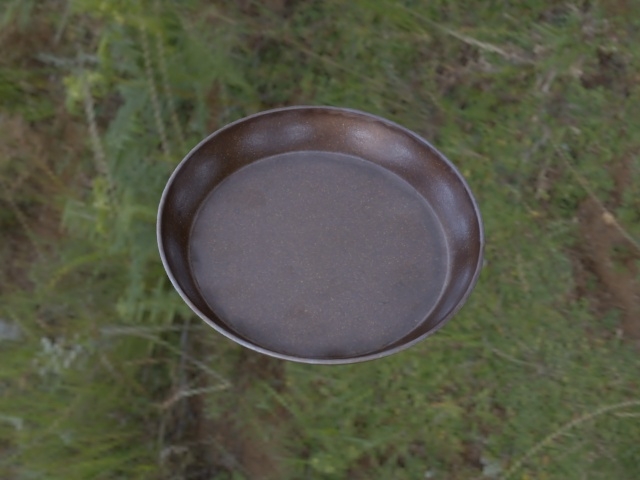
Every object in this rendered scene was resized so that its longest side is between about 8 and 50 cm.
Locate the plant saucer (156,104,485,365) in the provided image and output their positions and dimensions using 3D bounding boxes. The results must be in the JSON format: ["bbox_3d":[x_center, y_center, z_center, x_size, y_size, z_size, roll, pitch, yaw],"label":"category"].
[{"bbox_3d":[0.000,0.000,0.725,0.029,0.168,0.168,96,153,-51],"label":"plant saucer"}]
